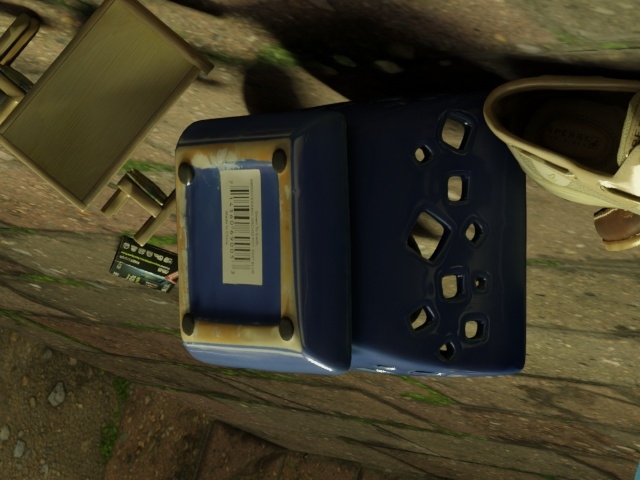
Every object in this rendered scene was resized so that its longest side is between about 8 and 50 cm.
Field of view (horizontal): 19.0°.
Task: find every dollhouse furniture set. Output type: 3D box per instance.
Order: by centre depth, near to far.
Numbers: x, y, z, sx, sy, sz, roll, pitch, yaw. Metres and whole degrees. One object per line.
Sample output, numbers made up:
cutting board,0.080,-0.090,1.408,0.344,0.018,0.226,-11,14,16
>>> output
dollhouse furniture set,-0.184,-0.123,1.673,0.212,0.161,0.242,40,-179,-5

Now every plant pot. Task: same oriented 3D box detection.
plant pot,0.014,-0.003,1.560,0.212,0.236,0.236,-2,-178,-37

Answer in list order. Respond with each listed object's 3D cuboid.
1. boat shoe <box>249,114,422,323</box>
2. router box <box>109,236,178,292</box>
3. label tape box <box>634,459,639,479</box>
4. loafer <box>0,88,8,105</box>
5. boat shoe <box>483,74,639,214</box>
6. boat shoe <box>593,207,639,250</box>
boat shoe,0.000,0.000,1.884,0.156,0.187,0.500,7,169,16
router box,-0.243,0.035,2.678,0.092,0.038,0.122,20,167,-6
label tape box,0.490,0.202,1.887,0.347,0.249,0.115,24,166,-26
loafer,-0.359,-0.156,1.951,0.078,0.076,0.223,2,164,7
boat shoe,0.254,-0.067,1.397,0.302,0.109,0.098,14,170,41
boat shoe,0.281,-0.041,1.570,0.073,0.073,0.207,58,157,-4
